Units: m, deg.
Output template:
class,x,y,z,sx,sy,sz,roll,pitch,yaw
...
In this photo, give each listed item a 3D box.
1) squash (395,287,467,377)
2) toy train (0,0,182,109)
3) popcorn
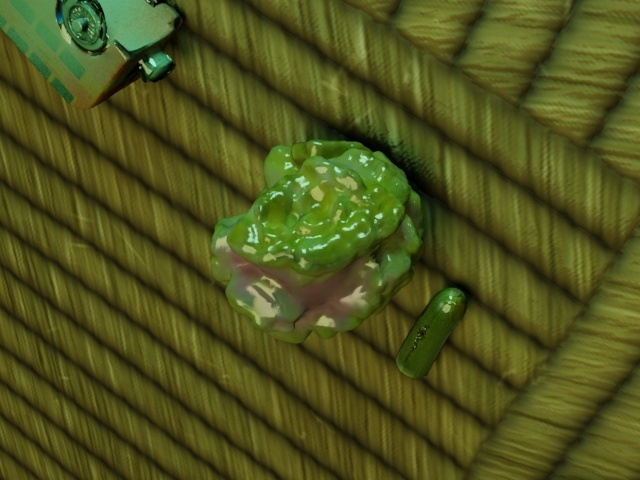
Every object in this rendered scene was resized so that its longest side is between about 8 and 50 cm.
class,x,y,z,sx,sy,sz,roll,pitch,yaw
squash,0.080,0.062,0.911,0.027,0.027,0.083,36,133,12
toy train,-0.182,-0.176,0.913,0.188,0.072,0.099,49,135,-1
popcorn,0.000,0.000,0.865,0.126,0.126,0.145,37,108,-8
